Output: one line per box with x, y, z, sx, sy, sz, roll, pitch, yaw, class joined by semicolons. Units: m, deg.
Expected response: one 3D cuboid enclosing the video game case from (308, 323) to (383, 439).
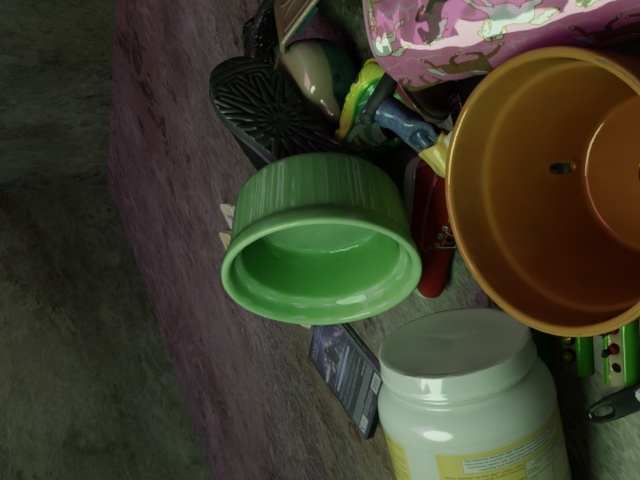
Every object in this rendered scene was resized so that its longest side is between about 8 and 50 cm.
0.058;0.290;1.416;0.274;0.026;0.196;49;140;43;video game case

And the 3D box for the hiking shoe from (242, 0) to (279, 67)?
-0.146;-0.494;1.442;0.114;0.086;0.226;62;148;22;hiking shoe

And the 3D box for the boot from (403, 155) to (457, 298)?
0.211;-0.012;0.980;0.176;0.089;0.244;16;110;57;boot

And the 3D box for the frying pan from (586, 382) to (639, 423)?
0.439;0.157;0.663;0.197;0.053;0.326;51;142;40;frying pan

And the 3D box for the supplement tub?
0.216;0.285;0.862;0.241;0.241;0.331;11;120;59;supplement tub

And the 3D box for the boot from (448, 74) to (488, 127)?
0.241;-0.256;0.840;0.179;0.085;0.236;-7;93;64;boot

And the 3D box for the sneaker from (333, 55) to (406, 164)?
0.095;-0.185;1.082;0.124;0.109;0.295;30;153;10;sneaker

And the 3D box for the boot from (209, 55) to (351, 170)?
-0.096;-0.091;1.246;0.367;0.146;0.445;53;157;24;boot

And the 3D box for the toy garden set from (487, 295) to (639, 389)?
0.315;0.084;0.860;0.244;0.049;0.203;8;107;60;toy garden set

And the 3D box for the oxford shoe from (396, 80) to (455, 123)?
0.157;-0.353;0.921;0.130;0.123;0.347;-13;91;53;oxford shoe

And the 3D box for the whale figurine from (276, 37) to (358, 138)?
0.007;-0.256;1.206;0.216;0.141;0.271;25;127;60;whale figurine

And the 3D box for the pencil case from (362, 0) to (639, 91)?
0.227;-0.278;0.652;0.386;0.160;0.167;-7;66;38;pencil case

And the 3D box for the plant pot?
0.308;-0.061;0.663;0.291;0.204;0.290;30;126;55;plant pot

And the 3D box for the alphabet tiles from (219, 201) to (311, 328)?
-0.114;0.052;1.247;0.284;0.021;0.277;11;130;54;alphabet tiles

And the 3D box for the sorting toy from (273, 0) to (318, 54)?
-0.020;-0.510;1.183;0.229;0.041;0.307;-50;30;30;sorting toy

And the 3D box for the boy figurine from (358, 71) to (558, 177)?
0.188;-0.122;0.831;0.285;0.177;0.092;31;98;5;boy figurine

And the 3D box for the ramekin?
0.000;0.000;0.971;0.303;0.304;0.148;121;153;-50;ramekin
